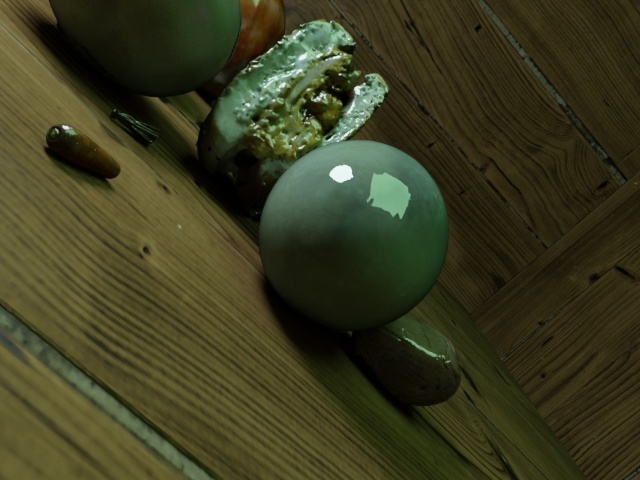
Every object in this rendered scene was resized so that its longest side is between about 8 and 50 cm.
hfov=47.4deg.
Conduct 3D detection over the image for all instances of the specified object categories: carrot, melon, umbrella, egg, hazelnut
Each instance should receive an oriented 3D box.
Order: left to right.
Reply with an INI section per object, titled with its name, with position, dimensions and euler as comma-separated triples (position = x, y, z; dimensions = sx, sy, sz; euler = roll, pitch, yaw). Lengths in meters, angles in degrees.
[carrot]
position = -0.231, -0.086, 0.717
dimensions = 0.032, 0.032, 0.093
euler = 52, 5, 27
[umbrella]
position = -0.244, -0.150, 0.969
dimensions = 0.083, 0.032, 0.020
euler = 38, 44, -40
[melon]
position = -0.250, -0.352, 1.055
dimensions = 0.268, 0.269, 0.330
euler = 53, -11, 34
[hazelnut]
position = -0.246, -0.530, 1.806
dimensions = 0.366, 0.366, 0.366
euler = 47, 8, -9
[egg]
position = 0.048, -0.009, 0.995
dimensions = 0.258, 0.258, 0.352
euler = 48, 18, 2

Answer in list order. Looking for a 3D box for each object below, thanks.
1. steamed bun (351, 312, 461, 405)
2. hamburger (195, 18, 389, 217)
[steamed bun]
position = 0.123, 0.174, 1.088
dimensions = 0.175, 0.106, 0.145
euler = 33, 15, -3
[hamburger]
position = -0.056, -0.184, 1.202
dimensions = 0.195, 0.318, 0.277
euler = 45, -24, -2
